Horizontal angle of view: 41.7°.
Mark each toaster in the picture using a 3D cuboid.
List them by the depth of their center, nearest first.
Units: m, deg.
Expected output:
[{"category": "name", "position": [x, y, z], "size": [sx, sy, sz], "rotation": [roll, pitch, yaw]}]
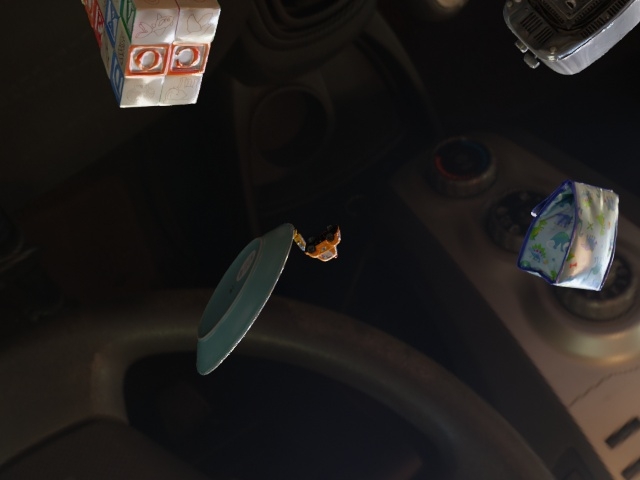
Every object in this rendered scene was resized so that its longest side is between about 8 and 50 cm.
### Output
[{"category": "toaster", "position": [0.363, -0.329, 1.143], "size": [0.227, 0.129, 0.146], "rotation": [-43, 162, 14]}]

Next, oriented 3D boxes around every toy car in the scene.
[{"category": "toy car", "position": [0.000, 0.000, 1.206], "size": [0.060, 0.122, 0.040], "rotation": [-38, 108, -3]}]

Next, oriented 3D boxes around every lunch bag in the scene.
[{"category": "lunch bag", "position": [0.375, -0.012, 1.244], "size": [0.129, 0.096, 0.151], "rotation": [6, 107, -43]}]

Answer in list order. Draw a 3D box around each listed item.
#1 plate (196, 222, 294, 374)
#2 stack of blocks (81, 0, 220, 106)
[{"category": "plate", "position": [-0.089, 0.056, 0.901], "size": [0.024, 0.188, 0.188], "rotation": [32, 101, -14]}, {"category": "stack of blocks", "position": [-0.200, -0.308, 0.899], "size": [0.087, 0.297, 0.171], "rotation": [-8, 146, -26]}]
